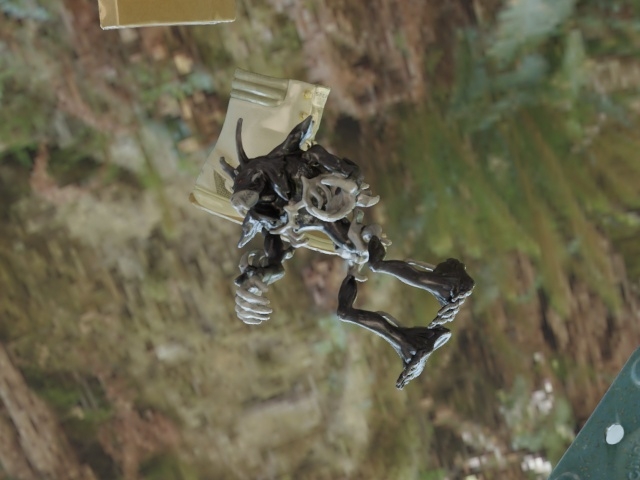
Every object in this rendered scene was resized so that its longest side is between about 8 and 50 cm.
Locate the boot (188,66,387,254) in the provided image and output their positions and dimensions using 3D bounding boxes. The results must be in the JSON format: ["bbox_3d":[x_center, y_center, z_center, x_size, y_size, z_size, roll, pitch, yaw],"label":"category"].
[{"bbox_3d":[-0.013,-0.079,1.798,0.213,0.077,0.165,19,-89,10],"label":"boot"}]

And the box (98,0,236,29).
[{"bbox_3d":[-0.118,-0.257,1.272,0.021,0.201,0.164,-1,-173,28],"label":"box"}]

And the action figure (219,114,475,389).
[{"bbox_3d":[0.000,0.000,1.554,0.276,0.164,0.141,37,-152,13],"label":"action figure"}]

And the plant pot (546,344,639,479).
[{"bbox_3d":[0.307,0.204,1.282,0.247,0.252,0.248,35,-88,46],"label":"plant pot"}]
